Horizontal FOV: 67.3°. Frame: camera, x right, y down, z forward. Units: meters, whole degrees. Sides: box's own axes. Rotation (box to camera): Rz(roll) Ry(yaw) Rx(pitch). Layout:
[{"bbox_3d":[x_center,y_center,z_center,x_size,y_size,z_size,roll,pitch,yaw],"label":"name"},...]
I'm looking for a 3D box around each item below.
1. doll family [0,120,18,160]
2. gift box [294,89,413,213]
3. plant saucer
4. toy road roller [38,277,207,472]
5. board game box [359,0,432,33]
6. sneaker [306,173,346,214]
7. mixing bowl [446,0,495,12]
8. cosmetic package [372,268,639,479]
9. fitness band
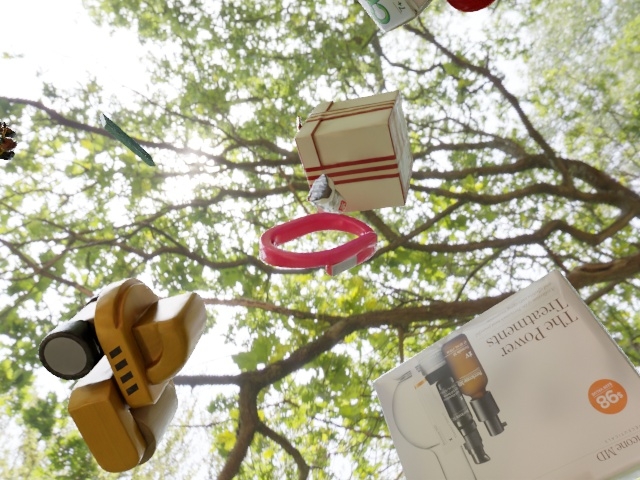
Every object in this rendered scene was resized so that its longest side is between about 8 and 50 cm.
[{"bbox_3d":[-0.579,-0.187,0.838,0.076,0.111,0.193,-45,-141,3],"label":"doll family"},{"bbox_3d":[0.088,-0.220,1.226,0.258,0.255,0.276,-6,-151,20],"label":"gift box"},{"bbox_3d":[-0.535,-0.274,1.336,0.018,0.192,0.067,-38,-127,2],"label":"plant saucer"},{"bbox_3d":[-0.317,0.230,0.887,0.240,0.329,0.202,-14,-164,7],"label":"toy road roller"},{"bbox_3d":[0.018,-0.329,0.319,0.305,0.053,0.193,44,-102,-22],"label":"board game box"},{"bbox_3d":[0.022,-0.084,0.927,0.075,0.161,0.057,26,-91,-10],"label":"sneaker"},{"bbox_3d":[0.381,-0.627,1.117,0.098,0.181,0.181,-21,-124,-41],"label":"mixing bowl"},{"bbox_3d":[0.290,0.264,0.746,0.377,0.097,0.284,-39,-135,20],"label":"cosmetic package"},{"bbox_3d":[0.000,0.000,1.059,0.209,0.054,0.291,21,-151,36],"label":"fitness band"}]
